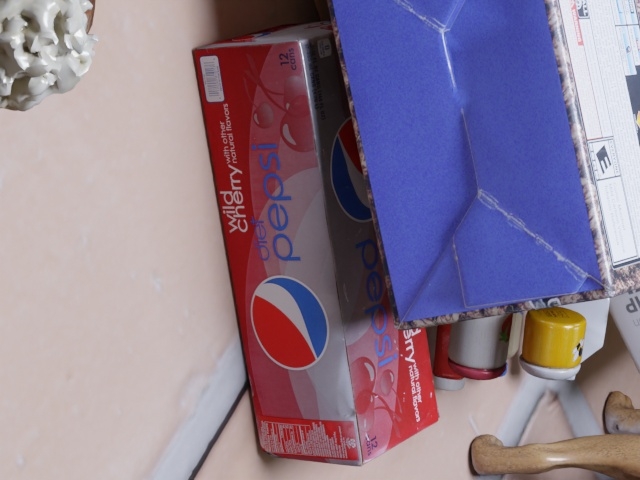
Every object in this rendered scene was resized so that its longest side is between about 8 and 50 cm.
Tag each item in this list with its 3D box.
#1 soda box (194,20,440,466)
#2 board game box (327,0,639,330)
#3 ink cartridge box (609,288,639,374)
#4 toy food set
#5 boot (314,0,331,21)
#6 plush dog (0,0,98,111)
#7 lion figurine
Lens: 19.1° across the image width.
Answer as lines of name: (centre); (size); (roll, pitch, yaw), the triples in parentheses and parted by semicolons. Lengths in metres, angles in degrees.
soda box: (0.000, 0.000, 1.172); (0.092, 0.083, 0.263); (-23, 108, -52)
board game box: (0.153, -0.087, 1.161); (0.291, 0.141, 0.232); (-11, 90, -57)
ink cartridge box: (0.291, -0.065, 1.392); (0.129, 0.223, 0.307); (-30, 96, -50)
toy food set: (0.135, 0.069, 1.316); (0.232, 0.111, 0.104); (-74, 170, -74)
boot: (0.083, -0.099, 1.293); (0.220, 0.109, 0.283); (-21, 99, -57)
plush dog: (-0.230, -0.028, 0.771); (0.211, 0.262, 0.225); (22, 57, -17)
lion figurine: (0.293, 0.180, 1.444); (0.392, 0.240, 0.142); (-21, 106, -52)
